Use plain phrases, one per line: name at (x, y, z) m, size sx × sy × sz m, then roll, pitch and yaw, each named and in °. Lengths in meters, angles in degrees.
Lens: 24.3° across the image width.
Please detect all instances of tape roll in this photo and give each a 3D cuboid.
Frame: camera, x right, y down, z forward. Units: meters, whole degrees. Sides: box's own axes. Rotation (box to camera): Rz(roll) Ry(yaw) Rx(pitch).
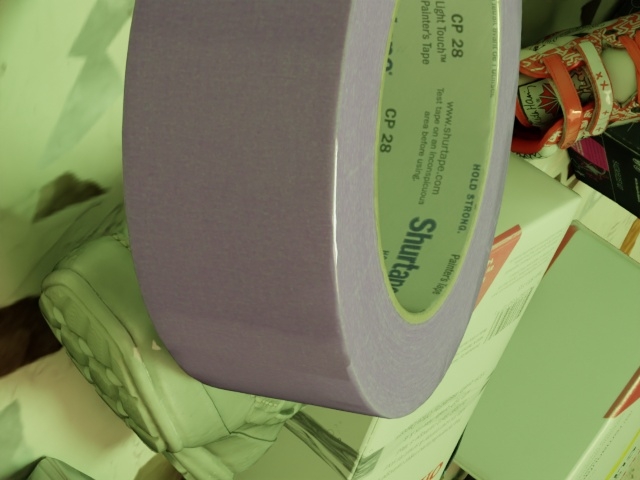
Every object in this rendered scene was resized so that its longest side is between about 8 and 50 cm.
tape roll at (0.014, -0.063, 0.662) m, size 0.275 × 0.090 × 0.275 m, roll 7°, pitch 90°, yaw -70°

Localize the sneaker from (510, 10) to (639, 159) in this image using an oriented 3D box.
sneaker at (0.228, -0.115, 1.024) m, size 0.145 × 0.270 × 0.090 m, roll -28°, pitch 104°, yaw -39°

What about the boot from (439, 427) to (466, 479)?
boot at (0.094, 0.093, 1.201) m, size 0.082 × 0.106 × 0.219 m, roll -24°, pitch 143°, yaw -55°

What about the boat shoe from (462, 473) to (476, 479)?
boat shoe at (0.265, 0.407, 1.756) m, size 0.127 × 0.340 × 0.158 m, roll -57°, pitch 173°, yaw 37°

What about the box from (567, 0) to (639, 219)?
box at (0.323, -0.102, 1.326) m, size 0.142 × 0.163 × 0.247 m, roll -53°, pitch 160°, yaw -2°

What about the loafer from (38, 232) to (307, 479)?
loafer at (-0.064, 0.054, 0.785) m, size 0.111 × 0.112 × 0.319 m, roll -40°, pitch 167°, yaw -7°

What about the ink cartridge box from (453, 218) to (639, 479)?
ink cartridge box at (0.292, 0.166, 1.674) m, size 0.279 × 0.160 × 0.384 m, roll -56°, pitch 160°, yaw 1°

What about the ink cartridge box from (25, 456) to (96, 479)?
ink cartridge box at (-0.154, 0.308, 0.899) m, size 0.296 × 0.066 × 0.261 m, roll -54°, pitch 133°, yaw -3°

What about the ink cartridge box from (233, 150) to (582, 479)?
ink cartridge box at (0.042, 0.078, 1.047) m, size 0.207 × 0.117 × 0.283 m, roll -26°, pitch 145°, yaw -52°
